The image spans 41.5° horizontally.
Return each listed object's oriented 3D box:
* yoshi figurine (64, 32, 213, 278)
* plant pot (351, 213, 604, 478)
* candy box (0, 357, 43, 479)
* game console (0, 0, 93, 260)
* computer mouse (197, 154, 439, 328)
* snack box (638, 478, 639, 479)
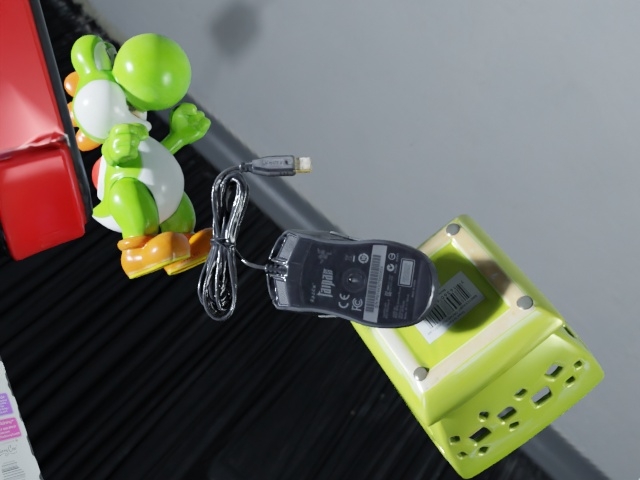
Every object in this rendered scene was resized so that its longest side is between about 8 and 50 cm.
[{"bbox_3d":[-0.233,-0.142,1.195,0.362,0.203,0.203,69,155,6],"label":"yoshi figurine"},{"bbox_3d":[0.178,0.119,1.037,0.227,0.228,0.207,55,-177,38],"label":"plant pot"},{"bbox_3d":[-0.397,0.228,0.927,0.165,0.070,0.196,-35,72,32],"label":"candy box"},{"bbox_3d":[-0.230,-0.181,0.558,0.386,0.060,0.342,-151,47,-67],"label":"game console"},{"bbox_3d":[0.000,0.000,0.935,0.262,0.060,0.184,2,91,5],"label":"computer mouse"},{"bbox_3d":[0.433,0.377,0.796,0.187,0.060,0.322,-18,95,48],"label":"snack box"}]
